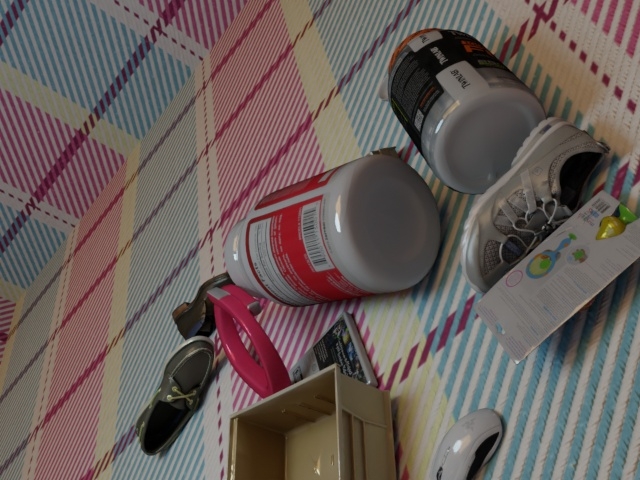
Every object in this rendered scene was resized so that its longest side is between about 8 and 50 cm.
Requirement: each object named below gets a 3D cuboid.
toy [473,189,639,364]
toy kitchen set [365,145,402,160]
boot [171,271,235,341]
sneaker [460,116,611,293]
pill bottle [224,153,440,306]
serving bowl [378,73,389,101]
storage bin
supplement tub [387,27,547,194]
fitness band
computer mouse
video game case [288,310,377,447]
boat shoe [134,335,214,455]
[{"bbox_3d":[0.326,0.053,0.974,0.237,0.056,0.137,-48,28,12],"label":"toy"},{"bbox_3d":[0.115,-0.135,1.463,0.075,0.083,0.068,-31,82,41],"label":"toy kitchen set"},{"bbox_3d":[-0.261,0.169,1.787,0.219,0.082,0.106,-40,56,24],"label":"boot"},{"bbox_3d":[0.299,-0.044,1.054,0.281,0.105,0.115,-61,35,4],"label":"sneaker"},{"bbox_3d":[0.000,0.000,1.349,0.408,0.229,0.229,-15,52,52],"label":"pill bottle"},{"bbox_3d":[0.162,-0.332,1.600,0.083,0.027,0.083,-37,37,34],"label":"serving bowl"},{"bbox_3d":[-0.020,0.366,1.136,0.262,0.123,0.260,-32,44,36],"label":"storage bin"},{"bbox_3d":[0.227,-0.230,1.242,0.193,0.193,0.316,-48,32,20],"label":"supplement tub"},{"bbox_3d":[-0.142,0.195,1.444,0.054,0.209,0.291,-25,22,-21],"label":"fitness band"},{"bbox_3d":[0.171,0.304,1.001,0.193,0.042,0.106,-58,28,3],"label":"computer mouse"},{"bbox_3d":[0.017,0.244,1.317,0.173,0.022,0.190,-49,30,19],"label":"video game case"},{"bbox_3d":[-0.320,0.349,1.661,0.305,0.109,0.091,-57,29,18],"label":"boat shoe"}]
